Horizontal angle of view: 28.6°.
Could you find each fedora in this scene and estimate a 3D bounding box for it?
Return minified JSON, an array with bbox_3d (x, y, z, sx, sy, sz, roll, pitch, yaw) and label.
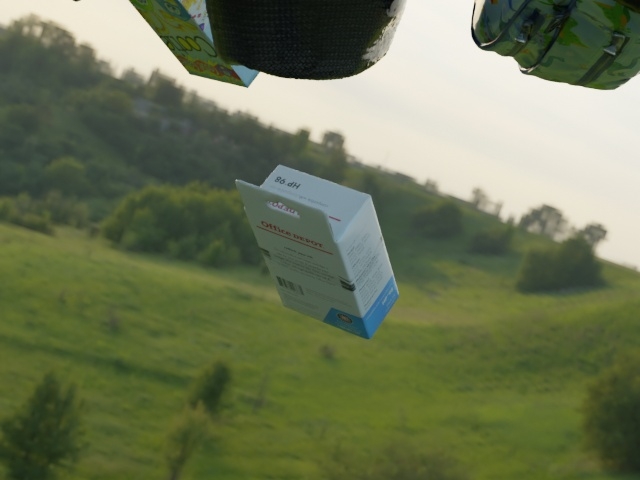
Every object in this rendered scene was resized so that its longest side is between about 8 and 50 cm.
[{"bbox_3d":[-0.016,-0.266,1.408,0.334,0.152,0.334,1,17,0],"label":"fedora"}]

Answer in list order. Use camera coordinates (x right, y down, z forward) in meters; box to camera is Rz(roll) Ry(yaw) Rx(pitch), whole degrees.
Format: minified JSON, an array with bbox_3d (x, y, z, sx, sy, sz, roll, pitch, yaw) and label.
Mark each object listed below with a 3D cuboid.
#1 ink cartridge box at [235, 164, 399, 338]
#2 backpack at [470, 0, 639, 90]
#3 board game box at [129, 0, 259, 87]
[{"bbox_3d":[0.000,0.000,1.130,0.104,0.060,0.180,20,-32,30],"label":"ink cartridge box"},{"bbox_3d":[0.294,-0.305,1.328,0.273,0.290,0.355,2,-14,10],"label":"backpack"},{"bbox_3d":[-0.179,-0.366,1.780,0.142,0.144,0.275,18,-23,44],"label":"board game box"}]
